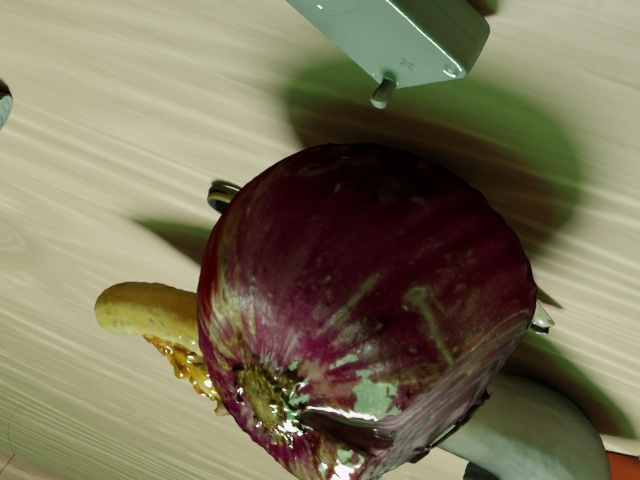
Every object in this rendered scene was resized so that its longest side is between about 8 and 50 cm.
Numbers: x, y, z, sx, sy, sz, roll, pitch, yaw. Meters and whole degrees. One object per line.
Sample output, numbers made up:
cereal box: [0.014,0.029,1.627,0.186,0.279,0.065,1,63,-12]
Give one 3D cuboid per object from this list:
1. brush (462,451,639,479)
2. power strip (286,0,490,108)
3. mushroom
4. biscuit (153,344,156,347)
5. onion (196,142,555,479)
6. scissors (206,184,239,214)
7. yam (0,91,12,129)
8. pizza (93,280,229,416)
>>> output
brush: [0.279,0.252,1.516,0.323,0.070,0.051,4,153,46]
power strip: [0.013,-0.164,0.844,0.215,0.061,0.145,37,159,-27]
mushroom: [0.152,0.167,1.376,0.159,0.122,0.328,-1,153,36]
biscuit: [-0.143,0.138,1.830,0.124,0.026,0.175,38,157,-26]
onion: [0.031,0.037,1.108,0.256,0.272,0.230,16,132,15]
scissors: [0.000,0.000,1.328,0.220,0.017,0.088,17,157,24]
yam: [-0.351,-0.135,1.389,0.132,0.054,0.054,21,159,13]
pizza: [-0.065,0.131,1.482,0.365,0.074,0.182,25,152,15]
